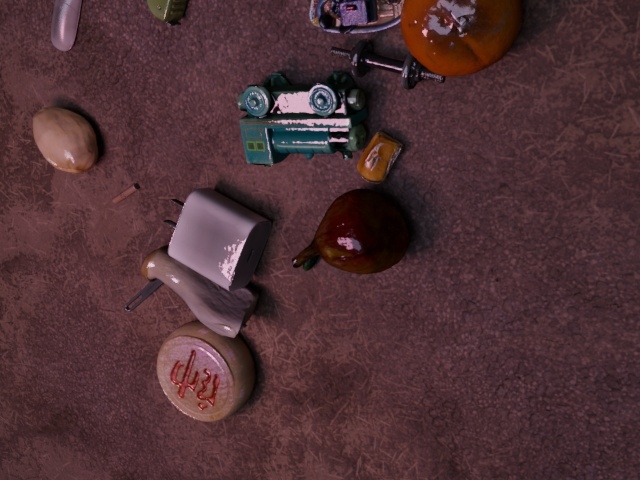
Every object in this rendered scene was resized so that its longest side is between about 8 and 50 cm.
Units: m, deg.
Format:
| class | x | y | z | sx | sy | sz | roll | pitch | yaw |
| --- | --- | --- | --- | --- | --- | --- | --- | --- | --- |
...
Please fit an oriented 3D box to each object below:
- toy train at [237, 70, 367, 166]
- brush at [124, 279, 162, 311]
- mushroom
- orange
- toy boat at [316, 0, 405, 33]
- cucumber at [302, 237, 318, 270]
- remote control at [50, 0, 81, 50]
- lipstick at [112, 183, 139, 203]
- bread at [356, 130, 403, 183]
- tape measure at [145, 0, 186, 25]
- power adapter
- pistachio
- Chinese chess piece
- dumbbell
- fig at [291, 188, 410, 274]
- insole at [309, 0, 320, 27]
| class | x | y | z | sx | sy | sz | roll | pitch | yaw |
| --- | --- | --- | --- | --- | --- | --- | --- | --- | --- |
| toy train | -0.039 | -0.260 | 1.684 | 0.298 | 0.120 | 0.194 | 4 | 116 | 27 |
| brush | -0.456 | 0.126 | 2.093 | 0.266 | 0.027 | 0.062 | -37 | 87 | 36 |
| mushroom | -0.304 | 0.117 | 1.917 | 0.329 | 0.159 | 0.122 | 30 | 99 | 13 |
| orange | 0.258 | -0.407 | 1.425 | 0.224 | 0.170 | 0.224 | 5 | 117 | 11 |
| toy boat | 0.092 | -0.467 | 1.550 | 0.223 | 0.097 | 0.100 | 0 | 109 | 29 |
| cucumber | 0.000 | 0.000 | 1.793 | 0.033 | 0.036 | 0.184 | 54 | 128 | 34 |
| remote control | -0.640 | -0.586 | 1.938 | 0.073 | 0.044 | 0.229 | 30 | 119 | 20 |
| lipstick | -0.513 | -0.123 | 2.039 | 0.094 | 0.019 | 0.019 | -28 | 92 | 33 |
| bread | 0.124 | -0.175 | 1.657 | 0.072 | 0.053 | 0.106 | 34 | 114 | 11 |
| tape measure | -0.359 | -0.604 | 1.754 | 0.154 | 0.087 | 0.177 | 34 | 117 | 15 |
| power adapter | -0.267 | -0.018 | 1.872 | 0.255 | 0.124 | 0.187 | 28 | 106 | 18 |
| pistachio | -0.660 | -0.262 | 2.023 | 0.145 | 0.117 | 0.200 | -39 | 76 | -6 |
| Chinese chess piece | -0.299 | 0.340 | 2.026 | 0.270 | 0.112 | 0.269 | 10 | 112 | 25 |
| dumbbell | 0.135 | -0.359 | 1.573 | 0.254 | 0.082 | 0.081 | 19 | 115 | 22 |
| fig | 0.051 | 0.022 | 1.681 | 0.290 | 0.191 | 0.190 | -41 | 85 | 24 |
| insole | 0.004 | -0.546 | 1.624 | 0.065 | 0.006 | 0.193 | 15 | 113 | 24 |
